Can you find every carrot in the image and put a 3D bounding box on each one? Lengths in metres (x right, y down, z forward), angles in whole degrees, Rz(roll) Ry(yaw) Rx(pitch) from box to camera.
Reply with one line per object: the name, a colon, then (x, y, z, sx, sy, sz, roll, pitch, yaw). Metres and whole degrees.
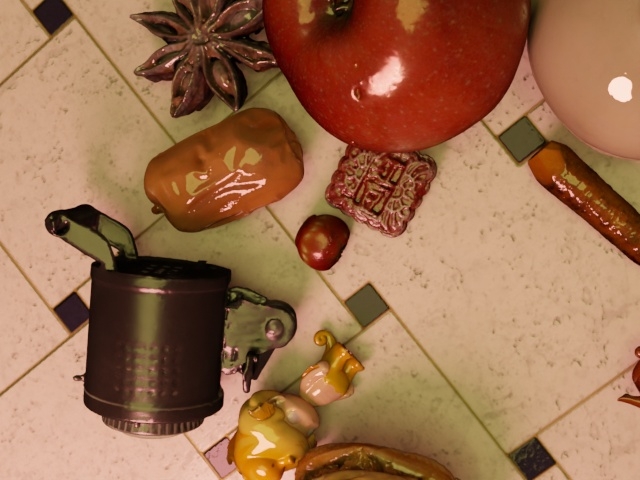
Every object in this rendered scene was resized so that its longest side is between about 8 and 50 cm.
carrot: (0.419, -0.018, 1.161, 0.314, 0.066, 0.066, 44, 99, 2)

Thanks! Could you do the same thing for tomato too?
tomato: (0.000, 0.000, 1.216, 0.075, 0.087, 0.087, 31, 98, 8)

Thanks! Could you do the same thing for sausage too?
sausage: (-0.143, -0.099, 1.213, 0.241, 0.120, 0.136, -21, 79, 11)

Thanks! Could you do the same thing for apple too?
apple: (0.090, -0.280, 1.049, 0.348, 0.277, 0.348, 5, 98, 41)

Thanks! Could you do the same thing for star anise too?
star anise: (-0.156, -0.287, 1.211, 0.223, 0.109, 0.236, -47, 73, 14)

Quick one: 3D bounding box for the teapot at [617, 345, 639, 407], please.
teapot: (0.485, 0.182, 1.148, 0.173, 0.116, 0.116, -38, 87, -17)

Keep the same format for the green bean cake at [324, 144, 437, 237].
green bean cake: (0.088, -0.085, 1.210, 0.136, 0.056, 0.135, 29, 97, 6)

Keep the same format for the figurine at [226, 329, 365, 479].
figurine: (-0.041, 0.254, 1.230, 0.246, 0.131, 0.156, -44, 127, -5)

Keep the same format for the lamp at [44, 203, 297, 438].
lamp: (-0.245, 0.143, 1.201, 0.374, 0.205, 0.272, 24, 93, -4)

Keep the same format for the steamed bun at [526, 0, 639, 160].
steamed bun: (0.444, -0.271, 1.014, 0.374, 0.334, 0.334, -29, 89, 6)

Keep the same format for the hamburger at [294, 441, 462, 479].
hamburger: (0.076, 0.421, 1.164, 0.319, 0.158, 0.318, 5, 122, 8)
